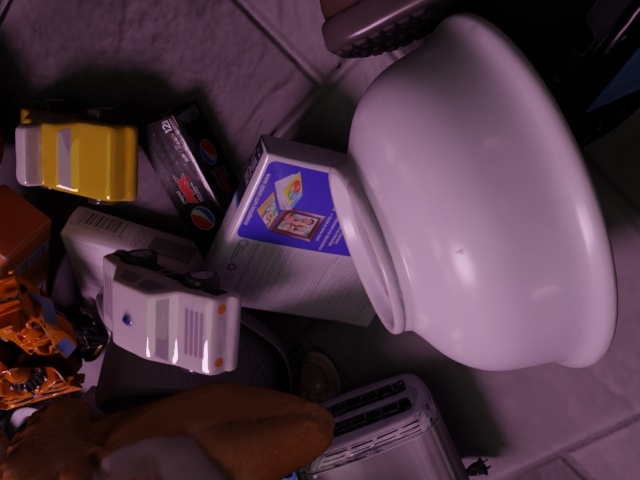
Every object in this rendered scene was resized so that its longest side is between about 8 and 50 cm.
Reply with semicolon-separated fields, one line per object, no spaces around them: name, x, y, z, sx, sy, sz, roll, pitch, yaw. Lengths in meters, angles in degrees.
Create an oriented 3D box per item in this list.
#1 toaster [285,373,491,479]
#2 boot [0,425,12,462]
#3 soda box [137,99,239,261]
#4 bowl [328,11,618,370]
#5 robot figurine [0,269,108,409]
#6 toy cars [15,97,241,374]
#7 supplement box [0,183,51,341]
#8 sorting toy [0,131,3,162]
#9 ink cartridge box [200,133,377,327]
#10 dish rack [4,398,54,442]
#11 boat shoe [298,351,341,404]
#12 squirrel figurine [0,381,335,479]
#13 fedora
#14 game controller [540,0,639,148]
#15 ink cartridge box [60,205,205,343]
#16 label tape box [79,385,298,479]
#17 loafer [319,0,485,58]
toaster;0.073;0.253;0.860;0.227;0.129;0.146;-20;109;4
boot;-0.521;0.311;1.084;0.295;0.104;0.211;37;123;7
soda box;-0.131;-0.062;0.818;0.060;0.053;0.169;-15;111;29
bowl;0.092;-0.016;0.596;0.134;0.298;0.298;-20;113;-5
robot figurine;-0.380;0.133;0.907;0.211;0.085;0.291;-15;154;-4
toy cars;-0.225;-0.010;0.769;0.176;0.087;0.394;-46;70;36
supplement box;-0.388;0.036;0.924;0.078;0.080;0.233;36;141;3
sorting toy;-0.496;-0.143;0.852;0.257;0.089;0.255;-15;99;17
ink cartridge box;0.000;0.000;0.785;0.208;0.045;0.206;12;129;-23
dish rack;-0.377;0.395;1.172;0.285;0.072;0.333;37;125;-1
boat shoe;-0.003;0.200;0.924;0.050;0.045;0.135;3;119;20
squirrel figurine;-0.161;0.347;0.815;0.397;0.281;0.370;9;140;26
fedora;-0.171;0.167;0.889;0.275;0.124;0.244;2;136;25
game controller;0.248;-0.167;0.512;0.067;0.166;0.319;61;149;23
ink cartridge box;-0.215;0.071;0.944;0.181;0.056;0.225;16;142;12
label tape box;-0.203;0.382;1.001;0.347;0.115;0.249;23;103;0
loafer;0.141;-0.262;0.544;0.366;0.134;0.130;-21;91;25
